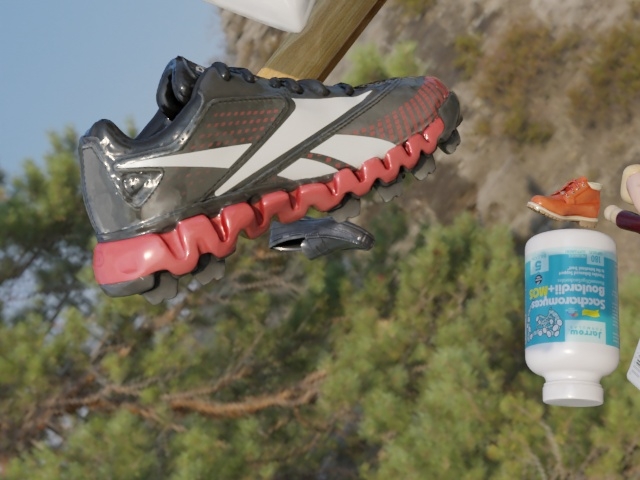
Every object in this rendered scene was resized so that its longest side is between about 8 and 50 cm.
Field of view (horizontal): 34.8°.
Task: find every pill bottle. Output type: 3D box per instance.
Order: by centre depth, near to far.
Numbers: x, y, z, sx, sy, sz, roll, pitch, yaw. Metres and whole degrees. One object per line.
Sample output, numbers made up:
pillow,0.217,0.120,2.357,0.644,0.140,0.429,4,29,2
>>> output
pill bottle,0.397,0.124,1.613,0.146,0.146,0.264,127,148,-70

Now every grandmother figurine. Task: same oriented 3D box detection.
grandmother figurine,0.568,-0.054,1.647,0.207,0.104,0.342,-28,12,20

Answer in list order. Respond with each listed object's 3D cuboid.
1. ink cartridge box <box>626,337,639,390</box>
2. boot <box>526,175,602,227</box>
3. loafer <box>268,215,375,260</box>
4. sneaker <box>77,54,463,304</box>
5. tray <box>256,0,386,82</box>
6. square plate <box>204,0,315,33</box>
ink cartridge box,0.413,0.052,1.040,0.239,0.060,0.275,-95,21,-81
boot,0.419,-0.073,1.746,0.059,0.157,0.085,32,112,52
loafer,0.000,0.000,1.800,0.223,0.076,0.078,8,72,40
sneaker,-0.032,-0.068,0.660,0.276,0.135,0.097,-24,10,-19
tray,-0.020,-0.270,1.525,0.411,0.076,0.203,-52,2,-11
square plate,-0.124,-0.427,1.056,0.049,0.347,0.344,109,-179,-81
